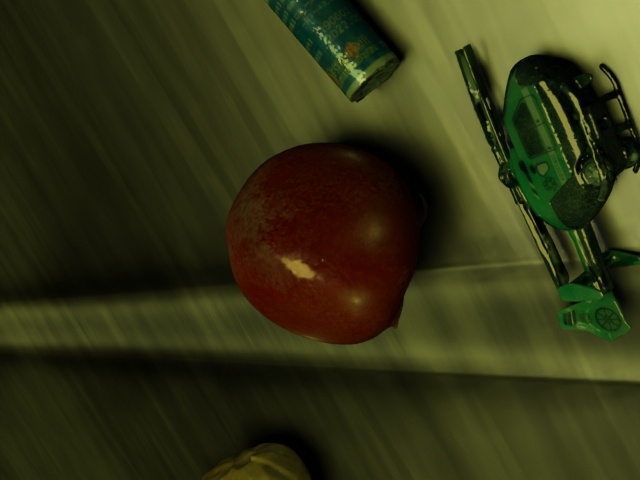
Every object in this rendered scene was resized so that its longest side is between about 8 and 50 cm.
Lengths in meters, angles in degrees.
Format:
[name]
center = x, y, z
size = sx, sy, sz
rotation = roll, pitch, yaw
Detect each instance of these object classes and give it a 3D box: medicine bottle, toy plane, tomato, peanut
[medicine bottle]
center = -0.017, -0.194, 0.487
size = 0.191, 0.051, 0.051
rotation = 50, 135, 3
[toy plane]
center = 0.167, -0.035, 0.430
size = 0.096, 0.060, 0.235
rotation = -14, 102, 51
[tomato]
center = 0.000, 0.000, 0.512
size = 0.167, 0.167, 0.167
rotation = 19, 126, 29
[peanut]
center = -0.112, 0.367, 0.838
size = 0.147, 0.147, 0.305
rotation = 44, 137, 9
